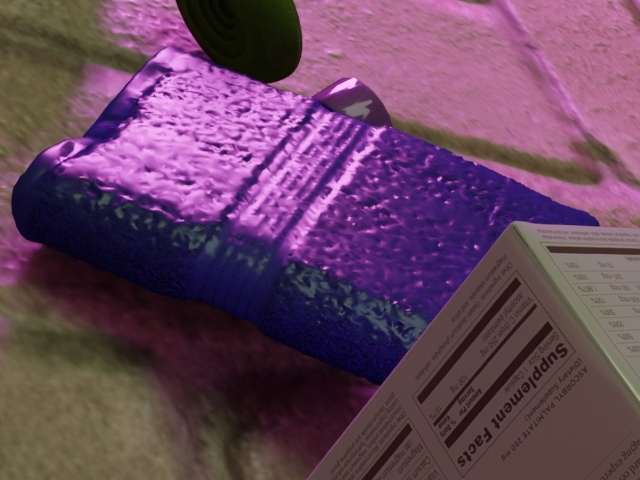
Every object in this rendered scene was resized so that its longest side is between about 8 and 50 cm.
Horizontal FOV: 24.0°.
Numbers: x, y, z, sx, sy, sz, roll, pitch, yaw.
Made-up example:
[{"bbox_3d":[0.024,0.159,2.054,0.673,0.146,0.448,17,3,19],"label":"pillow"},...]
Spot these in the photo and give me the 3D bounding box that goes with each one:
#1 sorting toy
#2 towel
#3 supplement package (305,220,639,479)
[{"bbox_3d":[-0.113,-0.159,1.037,0.126,0.127,0.365,-34,73,-26],"label":"sorting toy"},{"bbox_3d":[0.000,0.000,0.874,0.308,0.076,0.227,22,32,8],"label":"towel"},{"bbox_3d":[0.115,0.135,0.677,0.204,0.262,0.145,2,45,-42],"label":"supplement package"}]
